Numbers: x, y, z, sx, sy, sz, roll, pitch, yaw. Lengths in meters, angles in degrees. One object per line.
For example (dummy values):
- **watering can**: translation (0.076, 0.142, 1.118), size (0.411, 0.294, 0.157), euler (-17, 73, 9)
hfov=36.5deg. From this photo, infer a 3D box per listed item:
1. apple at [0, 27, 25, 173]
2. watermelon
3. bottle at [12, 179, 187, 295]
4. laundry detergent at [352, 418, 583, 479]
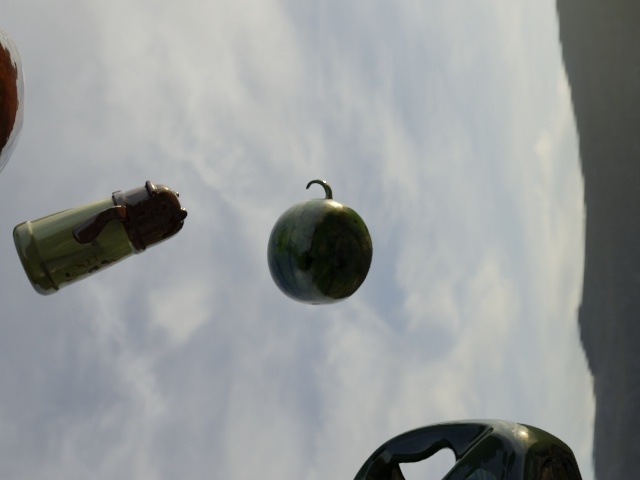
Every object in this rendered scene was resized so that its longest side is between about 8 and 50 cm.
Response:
- **apple**: translation (-0.368, -0.122, 0.844), size (0.230, 0.230, 0.229), euler (3, -90, -67)
- **watermelon**: translation (0.002, 0.006, 0.866), size (0.109, 0.109, 0.108), euler (3, -90, -67)
- **bottle**: translation (-0.130, -0.004, 0.585), size (0.063, 0.101, 0.047), euler (-140, 30, -72)
- **laundry detergent**: translation (0.073, 0.197, 0.658), size (0.078, 0.222, 0.144), euler (5, -105, -42)
